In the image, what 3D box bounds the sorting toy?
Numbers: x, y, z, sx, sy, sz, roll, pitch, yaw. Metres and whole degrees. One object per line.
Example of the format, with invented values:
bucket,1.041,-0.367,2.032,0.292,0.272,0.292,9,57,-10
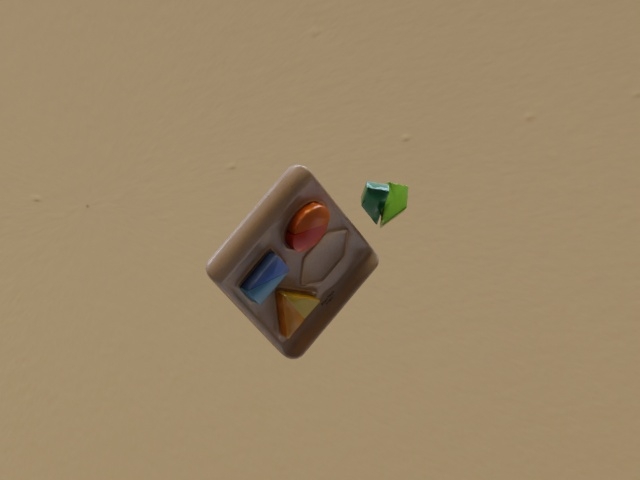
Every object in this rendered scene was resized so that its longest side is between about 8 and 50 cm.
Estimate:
sorting toy,0.000,0.000,0.602,0.083,0.012,0.062,-49,-52,-11
